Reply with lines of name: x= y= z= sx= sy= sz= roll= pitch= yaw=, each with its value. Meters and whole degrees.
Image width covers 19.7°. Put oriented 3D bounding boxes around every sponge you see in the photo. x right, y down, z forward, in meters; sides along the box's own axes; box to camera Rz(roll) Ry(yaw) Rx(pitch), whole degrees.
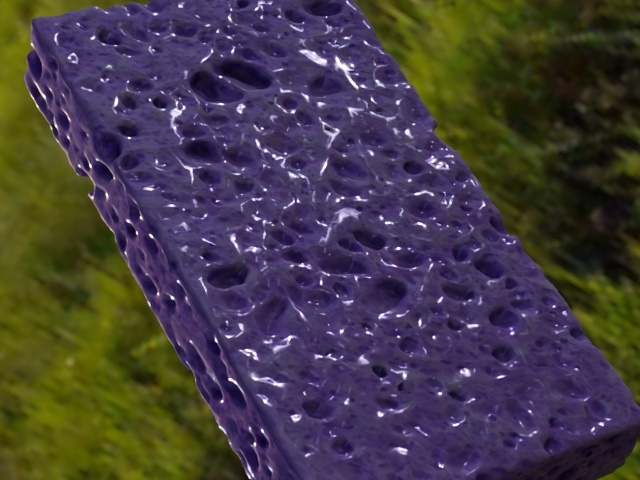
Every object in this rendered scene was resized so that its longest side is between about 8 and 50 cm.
sponge: x=0.000 y=0.000 z=0.582 sx=0.210 sy=0.117 sz=0.031 roll=57 pitch=146 yaw=30
